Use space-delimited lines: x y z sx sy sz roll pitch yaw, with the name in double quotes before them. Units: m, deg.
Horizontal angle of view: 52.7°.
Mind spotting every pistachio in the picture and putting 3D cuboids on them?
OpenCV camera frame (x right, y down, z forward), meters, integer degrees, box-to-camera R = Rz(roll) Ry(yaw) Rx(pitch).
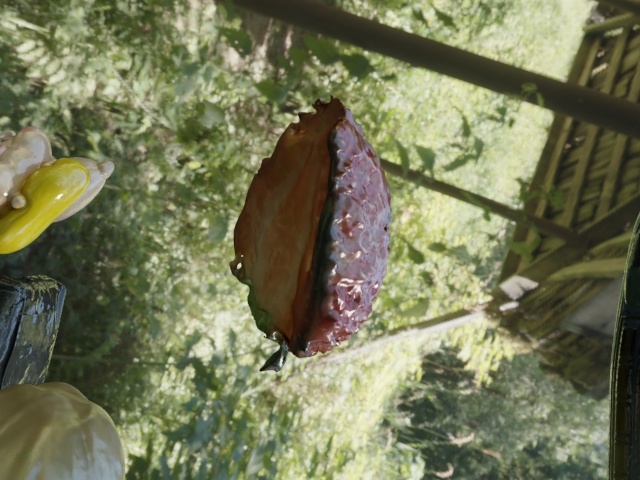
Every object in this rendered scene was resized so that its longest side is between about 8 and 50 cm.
"pistachio" -0.207 0.201 0.434 0.135 0.136 0.225 100 -3 -55

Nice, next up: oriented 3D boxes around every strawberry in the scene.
"strawberry" -0.001 0.003 0.466 0.140 0.085 0.192 2 -89 57

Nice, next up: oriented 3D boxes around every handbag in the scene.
"handbag" -0.563 0.187 1.211 0.223 0.080 0.246 165 -61 -87

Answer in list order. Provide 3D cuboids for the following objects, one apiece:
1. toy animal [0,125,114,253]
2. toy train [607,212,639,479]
"toy animal" -0.652 -0.158 1.469 0.278 0.247 0.345 -33 -169 40
"toy train" 0.237 0.066 0.464 0.055 0.048 0.251 137 -41 -79
